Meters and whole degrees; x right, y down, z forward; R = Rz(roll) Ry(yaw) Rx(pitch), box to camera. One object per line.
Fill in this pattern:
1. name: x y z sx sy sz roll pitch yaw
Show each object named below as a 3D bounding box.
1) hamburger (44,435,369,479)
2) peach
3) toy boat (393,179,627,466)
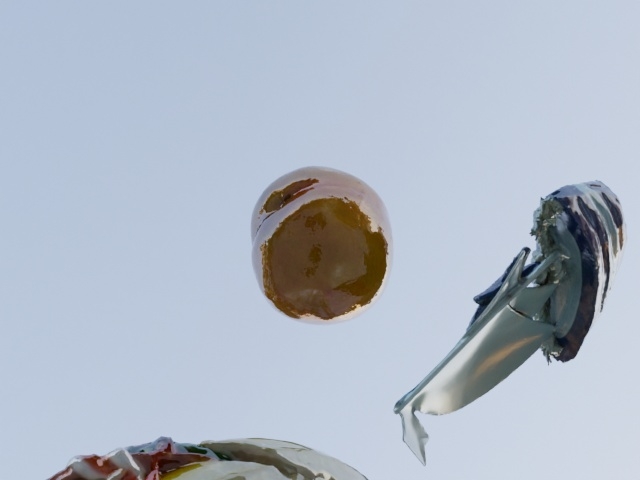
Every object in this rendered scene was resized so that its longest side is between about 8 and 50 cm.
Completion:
1. hamburger: -0.069 0.218 0.617 0.227 0.151 0.295 10 -71 -47
2. peach: 0.000 0.000 1.234 0.138 0.138 0.138 -1 -64 -3
3. toy boat: 0.166 0.056 1.202 0.070 0.292 0.210 30 -54 32
